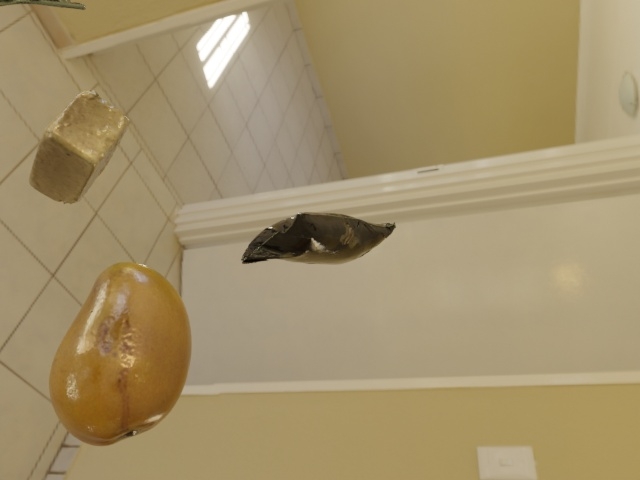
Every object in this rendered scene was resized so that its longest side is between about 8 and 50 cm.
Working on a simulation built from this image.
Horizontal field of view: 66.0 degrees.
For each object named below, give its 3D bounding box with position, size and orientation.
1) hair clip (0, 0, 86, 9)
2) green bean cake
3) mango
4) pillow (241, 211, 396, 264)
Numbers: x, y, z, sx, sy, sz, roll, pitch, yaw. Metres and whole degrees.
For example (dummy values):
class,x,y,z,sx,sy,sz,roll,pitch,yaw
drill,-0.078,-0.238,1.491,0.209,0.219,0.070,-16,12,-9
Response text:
class,x,y,z,sx,sy,sz,roll,pitch,yaw
hair clip,-0.520,-0.444,0.898,0.049,0.173,0.049,169,-90,-73
green bean cake,-0.372,-0.136,0.758,0.085,0.179,0.109,35,52,-21
mango,-0.406,0.228,1.034,0.221,0.264,0.377,128,-34,-61
pillow,0.000,-0.001,0.504,0.150,0.091,0.048,4,77,-47
